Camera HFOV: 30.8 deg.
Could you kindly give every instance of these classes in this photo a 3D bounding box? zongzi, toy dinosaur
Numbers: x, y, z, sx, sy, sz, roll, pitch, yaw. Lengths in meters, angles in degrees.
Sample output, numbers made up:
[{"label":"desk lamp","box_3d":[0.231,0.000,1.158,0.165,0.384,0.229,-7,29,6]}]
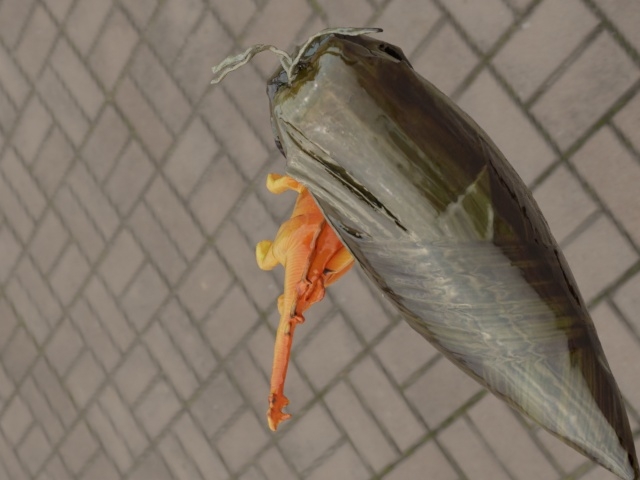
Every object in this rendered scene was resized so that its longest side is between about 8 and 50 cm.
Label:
[{"label":"zongzi","box_3d":[0.078,0.004,0.645,0.111,0.248,0.241,-40,47,5]},{"label":"toy dinosaur","box_3d":[0.000,0.000,0.885,0.070,0.288,0.117,26,139,-19]}]
